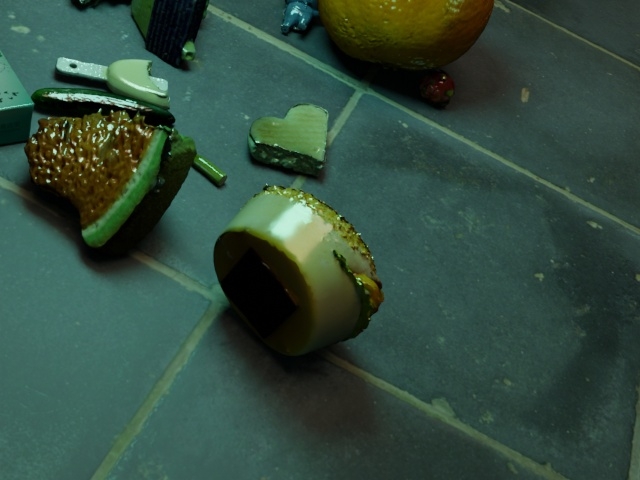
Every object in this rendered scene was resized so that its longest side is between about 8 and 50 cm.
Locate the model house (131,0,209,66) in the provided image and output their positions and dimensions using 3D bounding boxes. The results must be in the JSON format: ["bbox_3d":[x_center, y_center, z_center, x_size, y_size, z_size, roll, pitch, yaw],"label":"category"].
[{"bbox_3d":[-0.297,-0.511,1.988,0.170,0.194,0.211,-3,49,-31],"label":"model house"}]

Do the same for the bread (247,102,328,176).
[{"bbox_3d":[-0.046,-0.204,1.902,0.172,0.064,0.232,44,47,18],"label":"bread"}]

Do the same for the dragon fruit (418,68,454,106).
[{"bbox_3d":[0.289,-0.368,2.214,0.116,0.081,0.086,25,27,-47],"label":"dragon fruit"}]

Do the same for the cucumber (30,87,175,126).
[{"bbox_3d":[-0.422,-0.264,1.790,0.284,0.056,0.056,7,46,-20],"label":"cucumber"}]

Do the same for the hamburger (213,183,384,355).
[{"bbox_3d":[-0.038,0.051,1.508,0.294,0.276,0.179,48,53,8],"label":"hamburger"}]

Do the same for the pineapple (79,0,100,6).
[{"bbox_3d":[-0.453,-0.590,2.057,0.251,0.125,0.125,-26,62,-34],"label":"pineapple"}]

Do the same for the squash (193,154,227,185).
[{"bbox_3d":[-0.222,-0.142,1.784,0.083,0.027,0.027,39,44,14],"label":"squash"}]

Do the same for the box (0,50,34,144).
[{"bbox_3d":[-0.649,-0.284,1.673,0.153,0.092,0.245,-17,57,-37],"label":"box"}]

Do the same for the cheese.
[{"bbox_3d":[-0.422,-0.334,1.860,0.234,0.050,0.127,7,48,-17],"label":"cheese"}]

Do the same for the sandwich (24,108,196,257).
[{"bbox_3d":[-0.383,-0.123,1.607,0.301,0.251,0.162,29,-1,17],"label":"sandwich"}]

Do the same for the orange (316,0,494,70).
[{"bbox_3d":[0.197,-0.565,2.147,0.423,0.424,0.327,9,88,-17],"label":"orange"}]

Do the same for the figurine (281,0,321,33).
[{"bbox_3d":[-0.044,-0.592,2.234,0.114,0.145,0.178,11,54,5],"label":"figurine"}]
